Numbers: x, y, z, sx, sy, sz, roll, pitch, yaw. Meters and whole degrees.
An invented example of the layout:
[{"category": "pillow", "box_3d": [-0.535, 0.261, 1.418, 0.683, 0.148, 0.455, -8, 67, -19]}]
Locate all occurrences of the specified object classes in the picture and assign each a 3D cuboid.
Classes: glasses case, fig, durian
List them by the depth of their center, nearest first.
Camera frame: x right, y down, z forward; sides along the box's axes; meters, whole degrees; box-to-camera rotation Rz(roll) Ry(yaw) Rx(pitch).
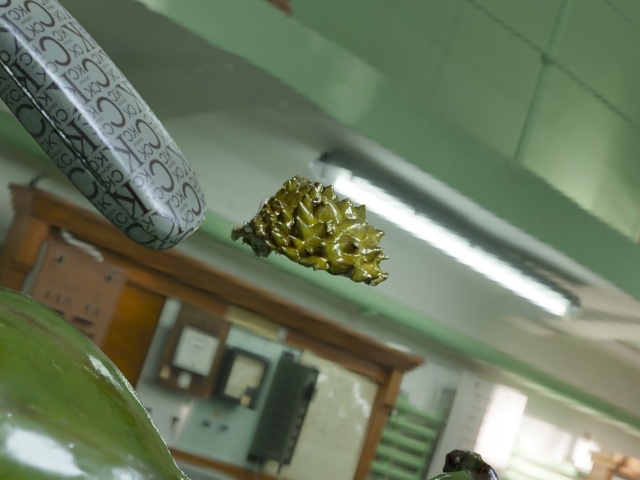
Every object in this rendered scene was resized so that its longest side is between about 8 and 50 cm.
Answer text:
[{"category": "fig", "box_3d": [-0.080, 0.098, 0.400, 0.259, 0.151, 0.151, 14, -10, 13]}, {"category": "durian", "box_3d": [-0.003, -0.012, 1.062, 0.140, 0.078, 0.224, 15, 1, -2]}, {"category": "glasses case", "box_3d": [-0.251, -0.140, 1.244, 0.355, 0.085, 0.137, 51, 25, -5]}]
